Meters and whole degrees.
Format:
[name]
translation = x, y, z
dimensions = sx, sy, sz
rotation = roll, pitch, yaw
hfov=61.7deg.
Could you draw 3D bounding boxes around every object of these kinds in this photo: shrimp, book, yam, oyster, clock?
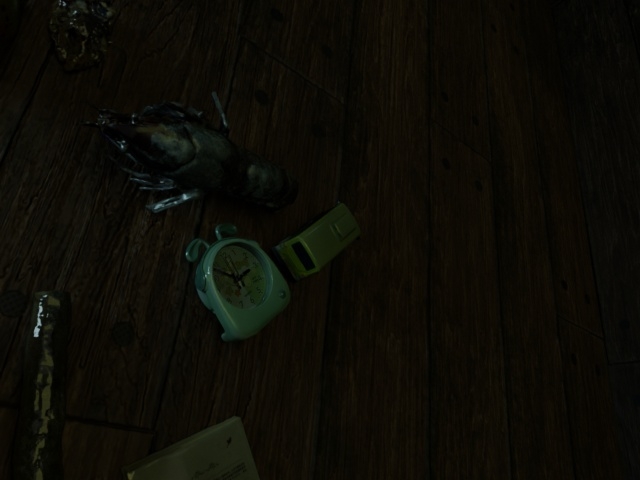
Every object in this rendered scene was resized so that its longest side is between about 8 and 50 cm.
[shrimp]
translation = -0.195, -0.137, 0.896
dimensions = 0.410, 0.166, 0.222
rotation = 17, 88, -31
[book]
translation = -0.153, 0.430, 0.777
dimensions = 0.201, 0.026, 0.290
rotation = -11, 80, -44
[yam]
translation = -0.350, 0.196, 0.679
dimensions = 0.061, 0.061, 0.274
rotation = 11, 65, -39
[oyster]
translation = -0.388, -0.340, 0.875
dimensions = 0.103, 0.051, 0.148
rotation = 7, 78, -32
[clock]
translation = -0.144, 0.066, 0.915
dimensions = 0.148, 0.060, 0.189
rotation = -35, 96, -44

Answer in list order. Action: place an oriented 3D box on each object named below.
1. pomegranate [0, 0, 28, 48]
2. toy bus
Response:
[pomegranate]
translation = -0.476, -0.339, 0.734
dimensions = 0.159, 0.159, 0.205
rotation = 49, 22, -15
[toy bus]
translation = 0.000, 0.000, 1.045
dimensions = 0.175, 0.101, 0.088
rotation = -39, 100, -46
